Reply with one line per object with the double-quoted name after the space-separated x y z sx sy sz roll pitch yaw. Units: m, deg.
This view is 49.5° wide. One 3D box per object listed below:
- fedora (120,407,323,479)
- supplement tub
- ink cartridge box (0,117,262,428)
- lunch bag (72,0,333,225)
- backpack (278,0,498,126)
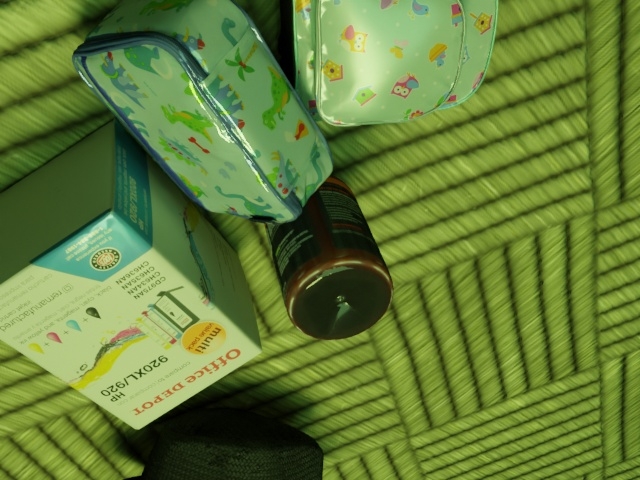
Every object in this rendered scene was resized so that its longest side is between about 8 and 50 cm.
-0.111 0.320 0.926 0.334 0.334 0.152 12 92 -24 "fedora"
0.000 0.000 0.711 0.106 0.198 0.106 -8 129 -9 "supplement tub"
-0.199 0.040 0.704 0.171 0.168 0.233 -32 130 8 "ink cartridge box"
-0.102 -0.111 0.618 0.090 0.176 0.219 -56 133 -23 "lunch bag"
0.064 -0.190 0.620 0.188 0.144 0.166 -9 125 -12 "backpack"
